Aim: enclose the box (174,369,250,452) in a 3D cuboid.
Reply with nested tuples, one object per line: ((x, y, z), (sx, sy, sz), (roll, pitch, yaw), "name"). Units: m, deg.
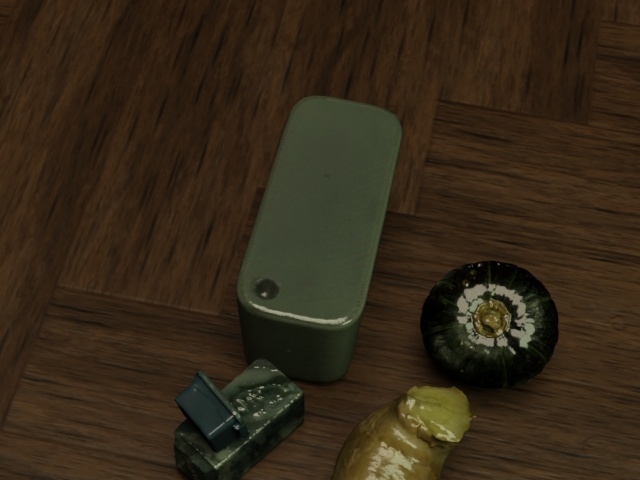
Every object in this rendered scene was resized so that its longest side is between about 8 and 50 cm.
((-0.145, 0.228, 1.916), (0.054, 0.074, 0.099), (-39, 63, -10), "box")

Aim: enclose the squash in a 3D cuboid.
((0.239, 0.121, 2.066), (0.193, 0.156, 0.193), (5, 70, -14), "squash")

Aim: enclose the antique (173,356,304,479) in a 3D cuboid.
((-0.115, 0.258, 1.989), (0.088, 0.086, 0.183), (38, 61, 24), "antique")

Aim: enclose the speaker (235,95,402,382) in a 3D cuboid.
((0.000, 0.000, 2.123), (0.183, 0.184, 0.406), (11, 54, 6), "speaker")

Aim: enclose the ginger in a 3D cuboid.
((0.099, 0.298, 1.938), (0.138, 0.152, 0.267), (33, 74, -10), "ginger")
